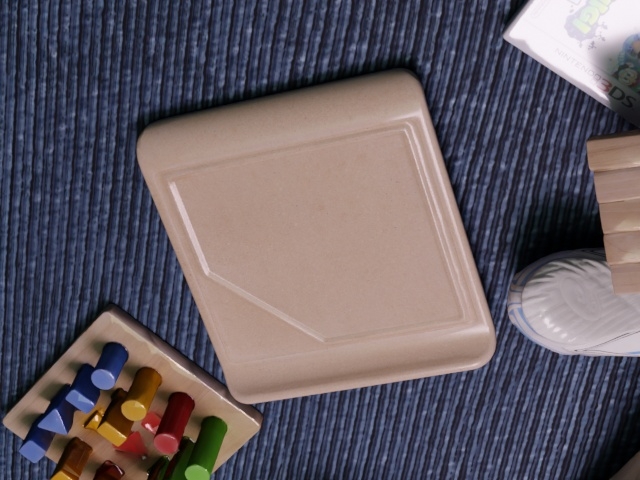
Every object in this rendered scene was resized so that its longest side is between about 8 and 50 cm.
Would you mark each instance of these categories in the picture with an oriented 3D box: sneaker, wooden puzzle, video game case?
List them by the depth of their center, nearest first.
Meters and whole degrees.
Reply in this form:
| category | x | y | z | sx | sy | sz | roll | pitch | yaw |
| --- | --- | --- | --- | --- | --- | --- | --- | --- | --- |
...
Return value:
| category | x | y | z | sx | sy | sz | roll | pitch | yaw |
| --- | --- | --- | --- | --- | --- | --- | --- | --- | --- |
| video game case | 0.224 | -0.158 | 1.068 | 0.143 | 0.019 | 0.157 | 32 | 121 | -9 |
| sneaker | 0.252 | 0.046 | 1.162 | 0.237 | 0.086 | 0.085 | 6 | 94 | -6 |
| wooden puzzle | 0.000 | 0.000 | 1.196 | 0.220 | 0.044 | 0.239 | -11 | 114 | 17 |

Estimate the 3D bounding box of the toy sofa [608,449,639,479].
| category | x | y | z | sx | sy | sz | roll | pitch | yaw |
| --- | --- | --- | --- | --- | --- | --- | --- | --- | --- |
| toy sofa | 0.300 | 0.199 | 1.117 | 0.150 | 0.177 | 0.362 | 22 | 141 | -7 |

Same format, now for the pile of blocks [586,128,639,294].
| category | x | y | z | sx | sy | sz | roll | pitch | yaw |
| --- | --- | --- | --- | --- | --- | --- | --- | --- | --- |
| pile of blocks | 0.337 | -0.085 | 1.025 | 0.362 | 0.112 | 0.149 | -34 | 89 | 24 |

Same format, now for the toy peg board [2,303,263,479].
| category | x | y | z | sx | sy | sz | roll | pitch | yaw |
| --- | --- | --- | --- | --- | --- | --- | --- | --- | --- |
| toy peg board | -0.161 | 0.164 | 1.300 | 0.160 | 0.079 | 0.161 | 38 | 120 | -13 |
